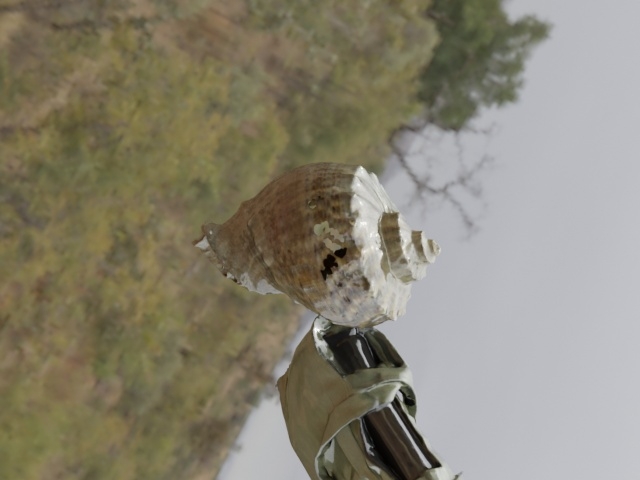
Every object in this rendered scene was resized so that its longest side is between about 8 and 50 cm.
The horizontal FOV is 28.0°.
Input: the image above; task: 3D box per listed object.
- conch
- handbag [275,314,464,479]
[{"bbox_3d":[0.000,0.000,1.063,0.155,0.207,0.130,-50,135,-62],"label":"conch"},{"bbox_3d":[0.061,0.215,1.189,0.109,0.316,0.253,-24,158,-18],"label":"handbag"}]
